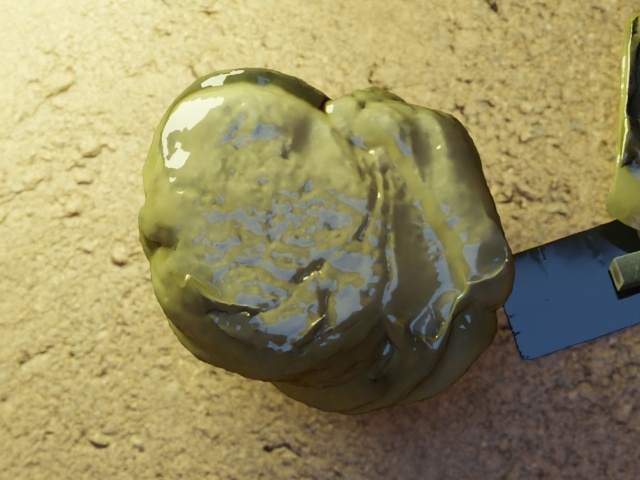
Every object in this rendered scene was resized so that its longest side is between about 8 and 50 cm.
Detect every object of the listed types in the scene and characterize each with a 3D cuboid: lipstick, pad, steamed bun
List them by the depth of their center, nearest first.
[{"bbox_3d":[0.003,0.005,1.677,0.372,0.230,0.325,6,74,5],"label":"steamed bun"},{"bbox_3d":[0.360,0.018,1.743,0.129,0.030,0.030,-15,73,-6],"label":"lipstick"},{"bbox_3d":[0.263,0.048,1.759,0.157,0.003,0.112,-18,74,0],"label":"pad"}]

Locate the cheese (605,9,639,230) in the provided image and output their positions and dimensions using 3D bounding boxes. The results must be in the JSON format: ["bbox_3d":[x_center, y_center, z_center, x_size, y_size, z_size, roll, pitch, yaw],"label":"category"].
[{"bbox_3d":[0.451,-0.122,1.732,0.316,0.128,0.259,1,82,12],"label":"cheese"}]
